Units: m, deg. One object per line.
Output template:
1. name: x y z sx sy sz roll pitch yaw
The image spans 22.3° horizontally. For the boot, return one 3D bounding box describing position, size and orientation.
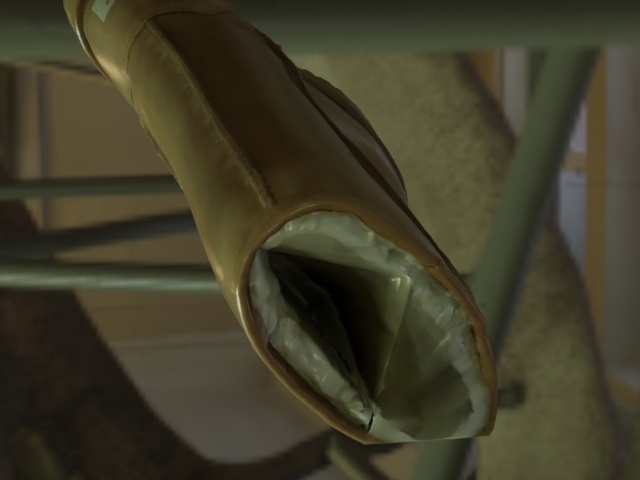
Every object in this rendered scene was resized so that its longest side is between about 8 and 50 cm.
1. boot: 0.000 0.000 0.666 0.236 0.089 0.269 40 -172 -37
